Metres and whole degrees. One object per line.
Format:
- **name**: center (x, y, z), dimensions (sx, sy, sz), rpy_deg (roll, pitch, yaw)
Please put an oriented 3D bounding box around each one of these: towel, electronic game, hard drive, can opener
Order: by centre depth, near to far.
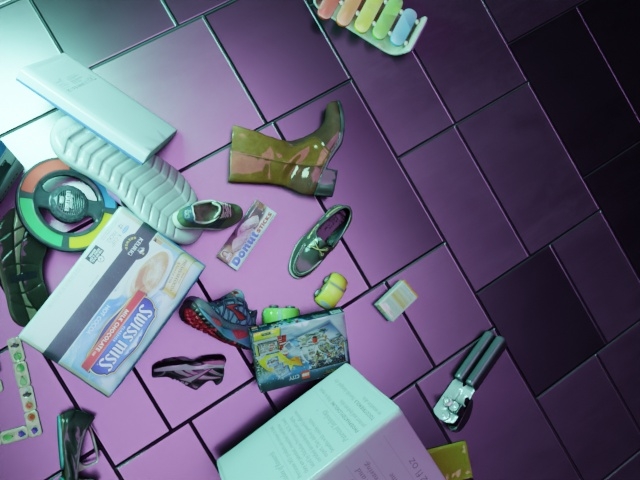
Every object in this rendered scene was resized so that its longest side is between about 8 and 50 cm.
- **electronic game**: center (-0.581, -0.084, 1.536), dimensions (0.229, 0.048, 0.229), rpy_deg (13, 68, -34)
- **hard drive**: center (-0.505, -0.309, 1.542), dimensions (0.318, 0.210, 0.040), rpy_deg (34, 114, -8)
- **towel**: center (0.282, 0.598, 1.738), dimensions (0.237, 0.021, 0.102), rpy_deg (-8, 88, -15)
- **can opener**: center (0.401, 0.371, 1.773), dimensions (0.280, 0.074, 0.093), rpy_deg (-55, 133, -11)

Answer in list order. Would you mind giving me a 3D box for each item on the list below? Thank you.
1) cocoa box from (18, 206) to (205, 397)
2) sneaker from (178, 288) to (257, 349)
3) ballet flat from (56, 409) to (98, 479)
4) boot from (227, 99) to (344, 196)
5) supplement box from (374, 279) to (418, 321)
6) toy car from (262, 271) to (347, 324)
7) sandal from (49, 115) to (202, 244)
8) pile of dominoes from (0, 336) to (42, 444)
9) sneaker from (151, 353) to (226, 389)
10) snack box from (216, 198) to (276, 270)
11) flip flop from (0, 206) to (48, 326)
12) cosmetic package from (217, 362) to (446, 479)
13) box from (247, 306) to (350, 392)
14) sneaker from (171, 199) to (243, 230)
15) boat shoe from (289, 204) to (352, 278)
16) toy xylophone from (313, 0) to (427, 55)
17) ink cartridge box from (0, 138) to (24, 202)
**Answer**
- **cocoa box**: center (-0.451, 0.137, 1.490), dimensions (0.228, 0.231, 0.347), rpy_deg (37, 77, -8)
- **sneaker**: center (-0.234, 0.165, 1.565), dimensions (0.104, 0.262, 0.125), rpy_deg (9, 71, 28)
- **ballet flat**: center (-0.552, 0.527, 1.506), dimensions (0.096, 0.095, 0.280), rpy_deg (5, 84, -25)
- **boot**: center (-0.087, -0.254, 1.709), dimensions (0.280, 0.096, 0.264), rpy_deg (10, 90, -5)
- **supplement box**: center (0.199, 0.158, 1.749), dimensions (0.098, 0.036, 0.062), rpy_deg (-41, 95, -14)
- **toy car**: center (-0.033, 0.197, 1.680), dimensions (0.225, 0.053, 0.239), rpy_deg (2, 84, -14)
- **sandal**: center (-0.451, -0.142, 1.584), dimensions (0.416, 0.102, 0.169), rpy_deg (42, 53, -21)
- **pile of dominoes**: center (-0.756, 0.345, 1.496), dimensions (0.196, 0.040, 0.251), rpy_deg (-14, 88, -15)
- **sneaker**: center (-0.314, 0.322, 1.594), dimensions (0.178, 0.072, 0.077), rpy_deg (-2, 96, -8)
- **snack box**: center (-0.186, -0.014, 1.678), dimensions (0.064, 0.022, 0.178), rpy_deg (36, 78, -10)
- **flip flop**: center (-0.681, 0.059, 1.522), dimensions (0.112, 0.080, 0.277), rpy_deg (-10, 101, -37)
- **cosmetic package**: center (0.038, 0.554, 1.487), dimensions (0.393, 0.327, 0.329), rpy_deg (-36, 107, -10)
- **box**: center (-0.048, 0.263, 1.611), dimensions (0.233, 0.044, 0.159), rpy_deg (-11, 108, -13)
- **sneaker**: center (-0.252, -0.063, 1.596), dimensions (0.192, 0.086, 0.064), rpy_deg (-8, 81, -41)
- **boat shoe**: center (0.000, 0.000, 1.698), dimensions (0.081, 0.068, 0.228), rpy_deg (38, 77, -8)
- **toy xylophone**: center (0.135, -0.644, 1.784), dimensions (0.322, 0.081, 0.236), rpy_deg (21, 80, -11)
- **ink cartridge box**: center (-0.761, -0.124, 1.401), dimensions (0.129, 0.307, 0.223), rpy_deg (31, 78, -12)
